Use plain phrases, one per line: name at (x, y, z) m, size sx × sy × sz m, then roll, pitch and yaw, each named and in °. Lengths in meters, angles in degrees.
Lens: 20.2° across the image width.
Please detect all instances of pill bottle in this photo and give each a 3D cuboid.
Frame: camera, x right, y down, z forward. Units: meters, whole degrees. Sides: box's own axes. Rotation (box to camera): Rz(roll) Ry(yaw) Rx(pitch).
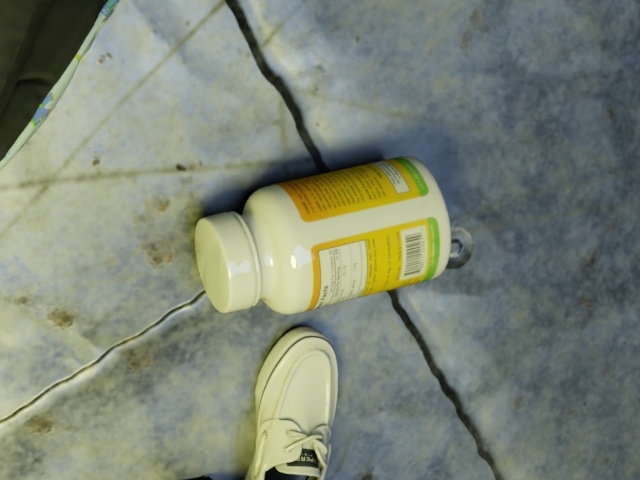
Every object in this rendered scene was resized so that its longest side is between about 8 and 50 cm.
pill bottle at (0.000, 0.000, 1.877) m, size 0.245 × 0.136 × 0.136 m, roll -13°, pitch 107°, yaw -21°

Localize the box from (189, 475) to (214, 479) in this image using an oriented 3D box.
box at (-0.078, 0.413, 1.834) m, size 0.079 × 0.322 × 0.257 m, roll -10°, pitch 106°, yaw -23°

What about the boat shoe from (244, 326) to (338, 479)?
boat shoe at (-0.031, 0.230, 1.942) m, size 0.096 × 0.088 × 0.268 m, roll 16°, pitch 95°, yaw -26°

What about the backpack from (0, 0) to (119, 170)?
backpack at (-0.356, -0.179, 1.613) m, size 0.290 × 0.273 × 0.356 m, roll 33°, pitch 53°, yaw -27°
